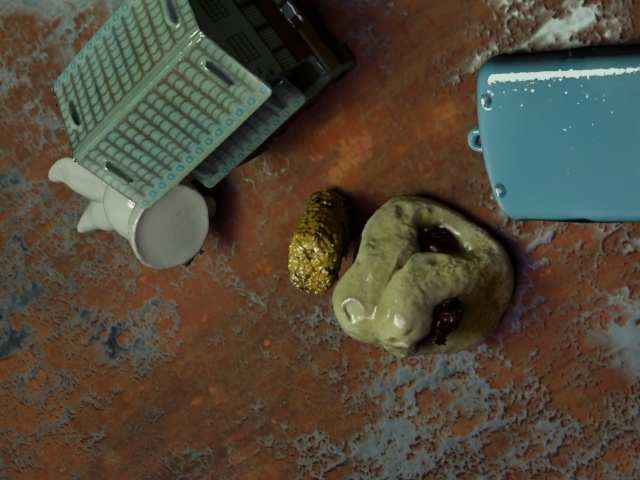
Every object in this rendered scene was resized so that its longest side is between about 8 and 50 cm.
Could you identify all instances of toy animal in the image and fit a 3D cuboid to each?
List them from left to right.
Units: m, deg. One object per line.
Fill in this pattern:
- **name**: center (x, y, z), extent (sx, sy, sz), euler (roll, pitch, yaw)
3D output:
- **toy animal**: center (-0.206, -0.053, 1.834), extent (0.221, 0.131, 0.104), euler (29, 161, 50)

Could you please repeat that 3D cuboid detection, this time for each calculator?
- **calculator**: center (0.266, -0.096, 1.517), extent (0.293, 0.051, 0.173), euler (1, 111, 34)

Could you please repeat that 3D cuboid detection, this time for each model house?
- **model house**: center (-0.123, -0.170, 1.638), extent (0.224, 0.215, 0.198), euler (-38, 85, 38)

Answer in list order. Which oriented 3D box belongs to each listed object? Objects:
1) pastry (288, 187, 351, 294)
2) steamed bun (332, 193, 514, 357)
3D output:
- **pastry**: center (0.000, 0.000, 1.676), extent (0.056, 0.140, 0.080), euler (-5, 106, 9)
- **steamed bun**: center (0.086, 0.050, 1.630), extent (0.172, 0.155, 0.141), euler (28, 124, 21)
